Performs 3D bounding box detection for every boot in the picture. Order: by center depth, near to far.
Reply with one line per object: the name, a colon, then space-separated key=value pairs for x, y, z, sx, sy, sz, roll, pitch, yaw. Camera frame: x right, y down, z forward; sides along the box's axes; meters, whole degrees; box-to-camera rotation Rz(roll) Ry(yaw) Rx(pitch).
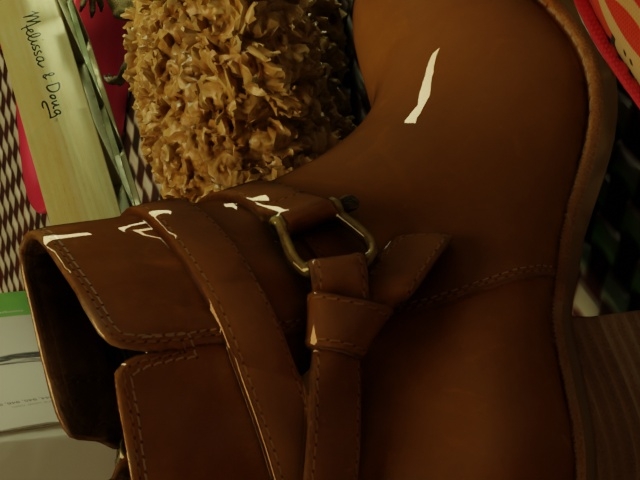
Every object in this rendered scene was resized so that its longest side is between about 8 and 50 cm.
boot: x=0.000 y=0.000 z=0.674 sx=0.109 sy=0.220 sz=0.283 roll=114 pitch=144 yaw=-51

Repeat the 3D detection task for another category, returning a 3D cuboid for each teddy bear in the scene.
teddy bear: x=-0.051 y=-0.067 z=0.936 sx=0.245 sy=0.113 sz=0.338 roll=143 pitch=119 yaw=-67

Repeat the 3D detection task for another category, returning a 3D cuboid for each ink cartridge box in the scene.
ink cartridge box: x=-0.227 y=0.175 z=1.413 sx=0.273 sy=0.115 sz=0.198 roll=-144 pitch=52 yaw=-62

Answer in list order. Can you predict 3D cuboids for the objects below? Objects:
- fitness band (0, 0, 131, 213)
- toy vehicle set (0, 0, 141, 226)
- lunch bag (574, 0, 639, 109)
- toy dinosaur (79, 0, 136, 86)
fitness band: x=-0.179 y=-0.157 z=1.313 sx=0.209 sy=0.054 sz=0.290 roll=-125 pitch=35 yaw=-46
toy vehicle set: x=-0.133 y=-0.052 z=1.068 sx=0.166 sy=0.035 sz=0.266 roll=73 pitch=177 yaw=-61
lunch bag: x=0.156 y=-0.059 z=0.411 sx=0.293 sy=0.120 sz=0.258 roll=-117 pitch=30 yaw=-41
toy dinosaur: x=-0.095 y=-0.136 z=1.127 sx=0.093 sy=0.053 sz=0.183 roll=10 pitch=112 yaw=52
